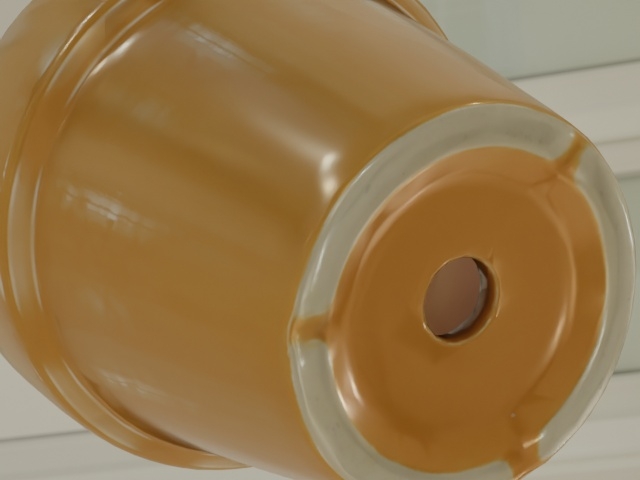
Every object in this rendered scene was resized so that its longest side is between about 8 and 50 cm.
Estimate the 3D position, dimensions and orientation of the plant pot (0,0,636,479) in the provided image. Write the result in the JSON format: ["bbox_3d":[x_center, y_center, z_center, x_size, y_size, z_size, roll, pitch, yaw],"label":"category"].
[{"bbox_3d":[0.000,0.000,0.530,0.188,0.205,0.205,25,-46,56],"label":"plant pot"}]
